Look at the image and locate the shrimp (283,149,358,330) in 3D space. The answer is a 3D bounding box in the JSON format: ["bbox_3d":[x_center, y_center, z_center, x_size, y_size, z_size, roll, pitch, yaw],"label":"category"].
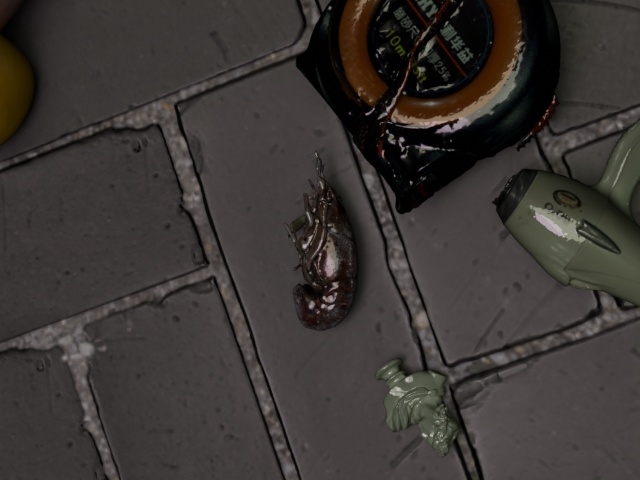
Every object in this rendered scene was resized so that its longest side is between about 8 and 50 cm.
[{"bbox_3d":[0.000,0.000,1.415,0.065,0.056,0.165,-8,87,20],"label":"shrimp"}]

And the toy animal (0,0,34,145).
[{"bbox_3d":[-0.404,-0.252,1.409,0.247,0.277,0.345,15,98,26],"label":"toy animal"}]

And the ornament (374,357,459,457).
[{"bbox_3d":[0.089,0.150,1.406,0.092,0.041,0.068,23,91,21],"label":"ornament"}]

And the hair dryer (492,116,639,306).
[{"bbox_3d":[0.297,-0.018,1.347,0.225,0.088,0.219,-37,90,-4],"label":"hair dryer"}]

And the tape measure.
[{"bbox_3d":[0.103,-0.160,1.350,0.223,0.135,0.202,-39,73,9],"label":"tape measure"}]
